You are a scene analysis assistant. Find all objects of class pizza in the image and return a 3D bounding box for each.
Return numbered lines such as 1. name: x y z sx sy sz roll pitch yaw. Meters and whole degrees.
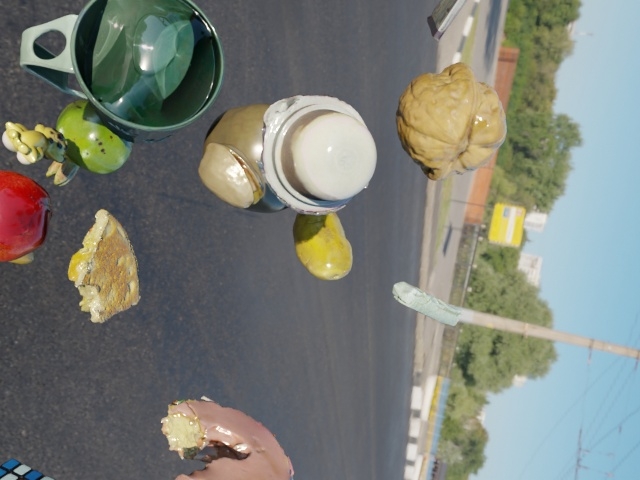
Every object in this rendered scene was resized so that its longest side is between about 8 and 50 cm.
1. pizza: -0.570 0.087 1.456 0.223 0.089 0.324 -64 157 -47

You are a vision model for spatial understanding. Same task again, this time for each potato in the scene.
1. potato: 0.000 0.000 1.772 0.140 0.172 0.301 83 -9 -53

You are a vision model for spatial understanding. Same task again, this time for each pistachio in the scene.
1. pistachio: -0.179 -0.132 1.134 0.113 0.149 0.113 -51 178 -3

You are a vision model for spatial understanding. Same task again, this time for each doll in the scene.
1. doll: -0.711 -0.242 1.405 0.117 0.086 0.291 55 0 -13

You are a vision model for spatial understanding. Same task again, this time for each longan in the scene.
1. longan: -0.145 -0.219 1.453 0.319 0.318 0.319 12 90 -74

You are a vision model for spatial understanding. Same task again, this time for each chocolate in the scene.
1. chocolate: 0.013 -0.141 0.882 0.147 0.221 0.222 -170 -87 -72

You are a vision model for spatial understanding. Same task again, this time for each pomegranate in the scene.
1. pomegranate: -0.718 -0.053 1.257 0.235 0.210 0.210 -17 -131 56
2. pomegranate: -0.721 -0.291 1.702 0.301 0.236 0.236 -37 162 4

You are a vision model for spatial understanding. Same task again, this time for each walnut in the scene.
1. walnut: 0.273 -0.255 1.196 0.257 0.224 0.257 -171 -90 -80

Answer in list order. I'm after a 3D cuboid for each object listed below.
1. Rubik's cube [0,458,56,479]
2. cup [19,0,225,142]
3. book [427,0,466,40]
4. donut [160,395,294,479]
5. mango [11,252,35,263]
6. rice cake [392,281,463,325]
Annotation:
1. Rubik's cube: -0.647 0.600 1.148 0.184 0.182 0.187 -31 130 -60
2. cup: -0.450 -0.410 1.314 0.310 0.400 0.392 -59 -162 -11
3. book: 0.283 -0.498 1.051 0.231 0.026 0.158 -55 -165 30
4. donut: -0.134 0.326 0.782 0.085 0.199 0.233 -63 -161 13
5. mango: -1.031 0.018 1.845 0.098 0.137 0.195 -42 140 -9
6. rice cake: 0.306 0.182 1.577 0.336 0.066 0.063 24 93 -50
